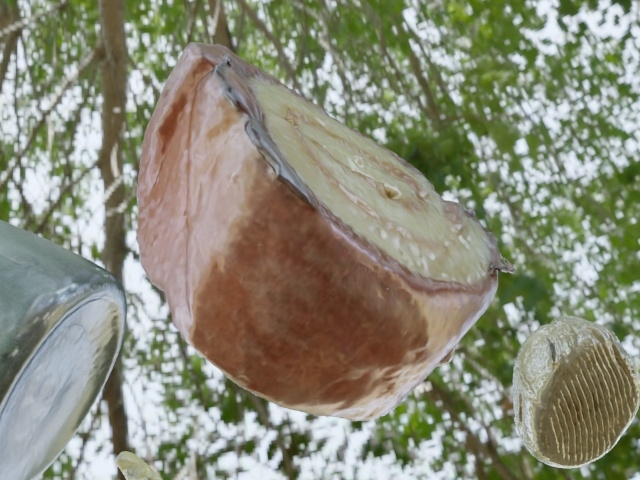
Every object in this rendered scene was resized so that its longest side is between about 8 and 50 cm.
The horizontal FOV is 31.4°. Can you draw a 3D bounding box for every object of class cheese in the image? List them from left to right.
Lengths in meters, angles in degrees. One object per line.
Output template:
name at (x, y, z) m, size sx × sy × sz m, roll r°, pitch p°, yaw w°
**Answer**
cheese at (-0.206, 0.270, 1.304) m, size 0.030 × 0.083 × 0.044 m, roll -45°, pitch -43°, yaw -14°

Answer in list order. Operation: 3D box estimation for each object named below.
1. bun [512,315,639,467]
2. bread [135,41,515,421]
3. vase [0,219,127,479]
bun at (0.278, 0.164, 1.294) m, size 0.167 × 0.113 × 0.173 m, roll -3°, pitch -70°, yaw -32°
bread at (0.004, 0.008, 0.691) m, size 0.244 × 0.190 × 0.123 m, roll 27°, pitch -63°, yaw -34°
vase at (-0.177, 0.002, 0.391) m, size 0.214 × 0.086 × 0.086 m, roll 27°, pitch -46°, yaw 12°
